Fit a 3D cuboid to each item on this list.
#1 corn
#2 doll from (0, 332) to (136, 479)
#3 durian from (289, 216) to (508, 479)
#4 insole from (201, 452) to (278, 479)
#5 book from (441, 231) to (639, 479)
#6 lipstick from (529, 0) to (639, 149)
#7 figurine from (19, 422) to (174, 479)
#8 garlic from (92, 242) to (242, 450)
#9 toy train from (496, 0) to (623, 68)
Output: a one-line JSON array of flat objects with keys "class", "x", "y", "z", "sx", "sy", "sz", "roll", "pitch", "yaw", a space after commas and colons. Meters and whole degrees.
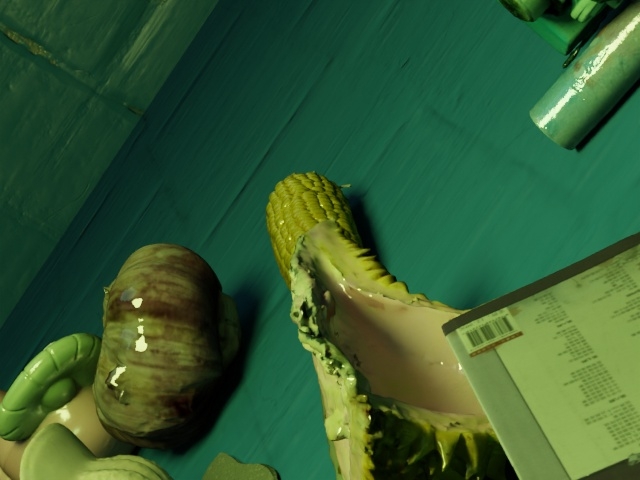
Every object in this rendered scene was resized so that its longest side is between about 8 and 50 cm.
[{"class": "corn", "x": -0.002, "y": 0.004, "z": 1.371, "sx": 0.260, "sy": 0.091, "sz": 0.091, "roll": -111, "pitch": 41, "yaw": -68}, {"class": "doll", "x": -0.324, "y": 0.207, "z": 1.668, "sx": 0.268, "sy": 0.216, "sz": 0.284, "roll": -51, "pitch": -20, "yaw": 8}, {"class": "durian", "x": 0.043, "y": 0.127, "z": 0.947, "sx": 0.305, "sy": 0.185, "sz": 0.196, "roll": -126, "pitch": 44, "yaw": -65}, {"class": "insole", "x": -0.080, "y": 0.234, "z": 1.306, "sx": 0.063, "sy": 0.010, "sz": 0.192, "roll": -60, "pitch": 17, "yaw": -11}, {"class": "book", "x": 0.166, "y": 0.072, "z": 0.764, "sx": 0.157, "sy": 0.026, "sz": 0.231, "roll": -25, "pitch": 24, "yaw": 2}, {"class": "lipstick", "x": 0.230, "y": -0.142, "z": 1.061, "sx": 0.158, "sy": 0.048, "sz": 0.048, "roll": -50, "pitch": 19, "yaw": 23}, {"class": "figurine", "x": -0.235, "y": 0.334, "z": 1.247, "sx": 0.332, "sy": 0.204, "sz": 0.185, "roll": -57, "pitch": 19, "yaw": 18}, {"class": "garlic", "x": -0.166, "y": 0.120, "z": 1.515, "sx": 0.245, "sy": 0.160, "sz": 0.245, "roll": -169, "pitch": 90, "yaw": -77}, {"class": "toy train", "x": 0.220, "y": -0.247, "z": 1.087, "sx": 0.203, "sy": 0.112, "sz": 0.163, "roll": -47, "pitch": -7, "yaw": 2}]
